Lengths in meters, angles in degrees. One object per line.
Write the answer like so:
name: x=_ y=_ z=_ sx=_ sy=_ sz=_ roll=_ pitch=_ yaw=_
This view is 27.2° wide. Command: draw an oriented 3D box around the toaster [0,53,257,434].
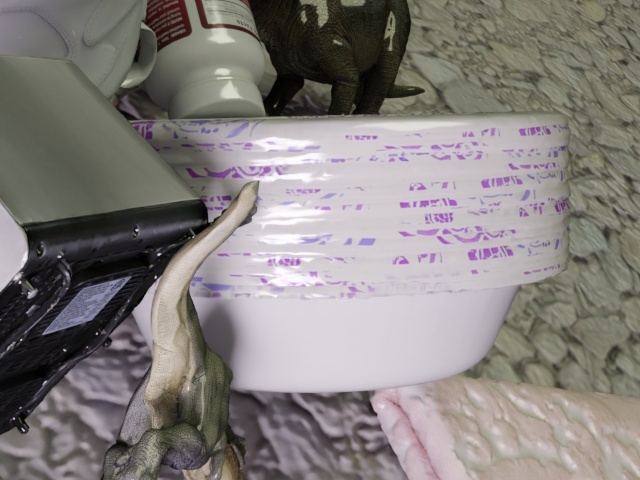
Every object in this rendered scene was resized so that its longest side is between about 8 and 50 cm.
toaster: x=-0.149 y=0.013 z=0.566 sx=0.110 sy=0.168 sz=0.185 roll=50 pitch=20 yaw=10

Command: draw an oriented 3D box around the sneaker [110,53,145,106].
sneaker: x=-0.151 y=-0.116 z=0.946 sx=0.161 sy=0.057 sz=0.075 roll=9 pitch=58 yaw=-47

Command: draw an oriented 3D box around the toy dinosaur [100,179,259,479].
toy dinosaur: x=-0.071 y=0.086 z=0.607 sx=0.064 sy=0.268 sz=0.118 roll=24 pitch=59 yaw=9

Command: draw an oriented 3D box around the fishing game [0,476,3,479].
fishing game: x=-0.226 y=0.113 z=0.529 sx=0.189 sy=0.041 sz=0.264 roll=48 pitch=20 yaw=12

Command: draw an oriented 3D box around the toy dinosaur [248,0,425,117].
toy dinosaur: x=0.023 y=-0.165 z=1.085 sx=0.313 sy=0.160 sz=0.121 roll=5 pitch=8 yaw=-46

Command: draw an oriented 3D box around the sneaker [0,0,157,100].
sneaker: x=-0.249 y=-0.117 z=0.740 sx=0.365 sy=0.210 sz=0.137 roll=-20 pitch=56 yaw=-19

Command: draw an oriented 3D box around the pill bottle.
pill bottle: x=-0.087 y=-0.143 z=0.915 sx=0.086 sy=0.086 sz=0.152 roll=9 pitch=56 yaw=-43

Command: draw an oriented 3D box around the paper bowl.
paper bowl: x=0.000 y=0.000 z=0.759 sx=0.284 sy=0.148 sz=0.284 roll=0 pitch=5 yaw=0

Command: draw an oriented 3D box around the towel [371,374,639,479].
towel: x=0.217 y=0.223 z=0.884 sx=0.331 sy=0.053 sz=0.317 roll=13 pitch=38 yaw=-41
